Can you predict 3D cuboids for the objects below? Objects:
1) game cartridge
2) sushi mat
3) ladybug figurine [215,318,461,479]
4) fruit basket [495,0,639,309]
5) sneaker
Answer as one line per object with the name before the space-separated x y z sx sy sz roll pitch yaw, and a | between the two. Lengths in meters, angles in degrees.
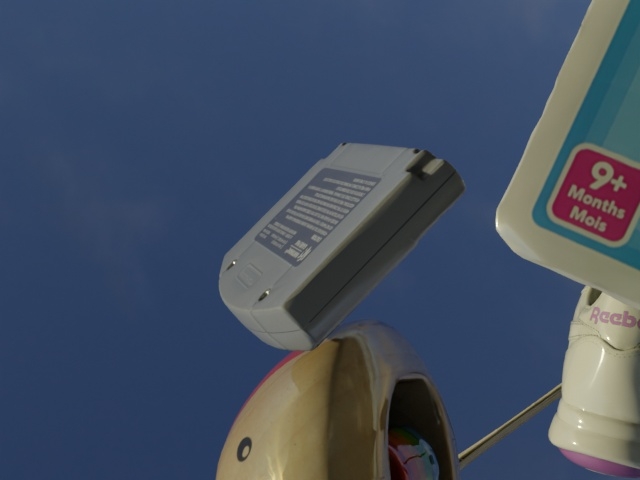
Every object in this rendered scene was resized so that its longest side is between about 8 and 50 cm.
game cartridge | 0.000 0.000 0.910 0.060 0.196 0.294 50 175 -14
sushi mat | 0.314 0.259 1.587 0.316 0.151 0.019 -34 -105 -7
ladybug figurine | 0.027 0.233 1.016 0.162 0.449 0.305 -10 -102 17
fruit basket | 0.263 -0.093 0.264 0.327 0.353 0.165 25 -171 4
sneaker | 0.257 0.074 0.792 0.114 0.152 0.305 10 -171 23
